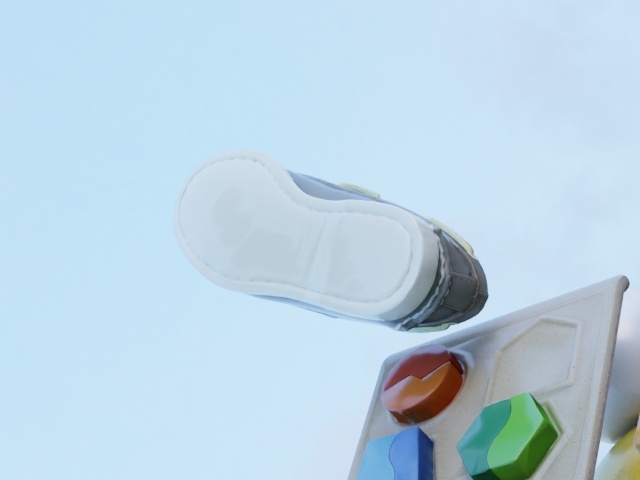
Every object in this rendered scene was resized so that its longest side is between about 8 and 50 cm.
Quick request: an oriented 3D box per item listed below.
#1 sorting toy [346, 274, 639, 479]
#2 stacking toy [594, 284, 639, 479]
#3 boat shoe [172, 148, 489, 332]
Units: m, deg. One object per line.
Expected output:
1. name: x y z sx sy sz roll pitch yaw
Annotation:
1. sorting toy: 0.137 0.104 1.052 0.041 0.307 0.229 51 -142 -22
2. stacking toy: 0.295 0.240 1.123 0.350 0.480 0.351 -17 -31 -11
3. boat shoe: -0.002 0.004 1.197 0.091 0.305 0.109 20 -91 -41
